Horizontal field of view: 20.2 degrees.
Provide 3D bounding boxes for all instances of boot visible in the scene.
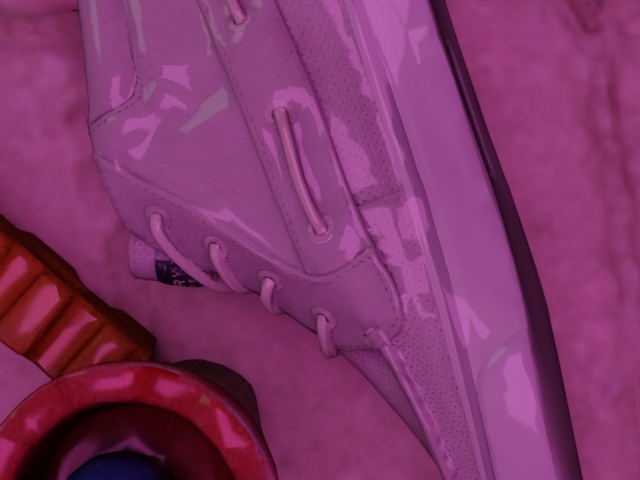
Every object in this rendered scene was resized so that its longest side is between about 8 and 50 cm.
[{"bbox_3d":[0.000,0.000,0.592,0.123,0.095,0.258,-18,84,11],"label":"boot"}]

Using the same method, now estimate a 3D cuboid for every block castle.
[{"bbox_3d":[-0.261,0.032,0.536,0.453,0.213,0.303,42,94,0],"label":"block castle"}]
